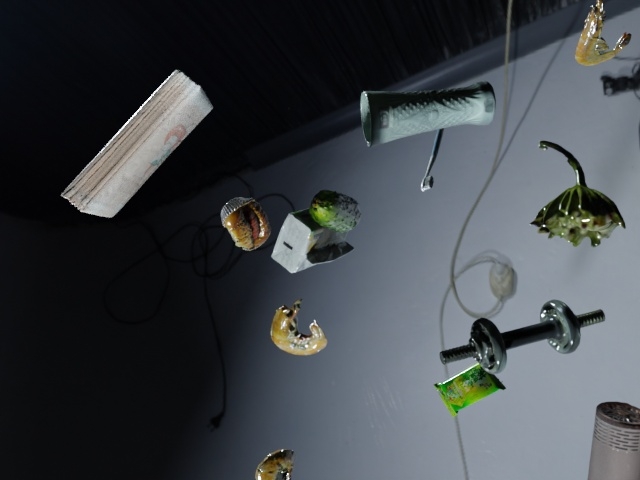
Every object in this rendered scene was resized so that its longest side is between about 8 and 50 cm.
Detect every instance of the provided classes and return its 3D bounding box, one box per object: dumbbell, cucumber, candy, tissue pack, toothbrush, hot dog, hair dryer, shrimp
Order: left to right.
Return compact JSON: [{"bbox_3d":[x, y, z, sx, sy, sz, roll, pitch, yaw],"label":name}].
[{"bbox_3d":[-0.355,-0.185,1.109,0.071,0.170,0.325,41,87,-3],"label":"tissue pack"},{"bbox_3d":[-0.164,-0.034,1.261,0.099,0.192,0.053,-40,61,-9],"label":"hot dog"},{"bbox_3d":[-0.102,0.601,1.422,0.115,0.217,0.051,-28,46,-14],"label":"shrimp"},{"bbox_3d":[-0.048,0.201,1.259,0.133,0.187,0.051,6,48,3],"label":"shrimp"},{"bbox_3d":[0.000,0.000,1.595,0.145,0.229,0.159,36,120,23],"label":"tissue pack"},{"bbox_3d":[0.024,-0.048,0.917,0.069,0.227,0.069,-1,88,15],"label":"cucumber"},{"bbox_3d":[0.282,-0.218,1.356,0.025,0.019,0.275,-19,37,40],"label":"toothbrush"},{"bbox_3d":[0.411,0.406,1.533,0.178,0.032,0.102,-38,65,26],"label":"candy"},{"bbox_3d":[0.287,0.136,0.783,0.254,0.081,0.081,-12,56,-10],"label":"dumbbell"},{"bbox_3d":[0.677,-0.490,1.310,0.124,0.178,0.034,-3,49,4],"label":"shrimp"},{"bbox_3d":[0.353,0.281,0.507,0.220,0.054,0.195,15,106,52],"label":"hair dryer"}]

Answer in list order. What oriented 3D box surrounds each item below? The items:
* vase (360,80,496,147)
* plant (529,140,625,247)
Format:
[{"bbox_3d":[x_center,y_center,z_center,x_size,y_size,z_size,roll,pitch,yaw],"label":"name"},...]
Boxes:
[{"bbox_3d":[0.185,-0.223,0.955,0.219,0.096,0.096,-9,59,-3],"label":"vase"},{"bbox_3d":[0.743,-0.152,1.583,0.251,0.180,0.333,7,77,14],"label":"plant"}]
